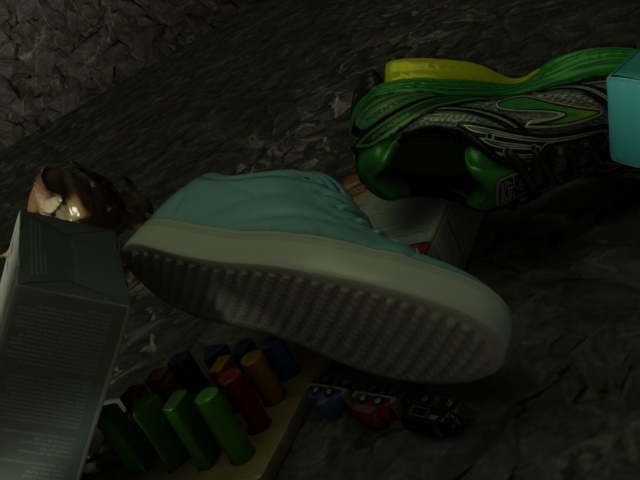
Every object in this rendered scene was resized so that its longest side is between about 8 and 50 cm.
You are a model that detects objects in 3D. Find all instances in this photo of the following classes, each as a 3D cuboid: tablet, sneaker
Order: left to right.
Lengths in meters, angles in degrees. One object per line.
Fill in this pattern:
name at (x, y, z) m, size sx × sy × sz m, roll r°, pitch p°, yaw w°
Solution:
tablet at (-0.222, 0.184, 0.889) m, size 0.054 × 0.006 × 0.083 m, roll -13°, pitch 27°, yaw 30°
sneaker at (0.000, 0.000, 0.736) m, size 0.366 × 0.135 × 0.150 m, roll 14°, pitch 58°, yaw 34°
sneaker at (0.194, -0.078, 0.804) m, size 0.343 × 0.134 × 0.146 m, roll -2°, pitch 46°, yaw 12°

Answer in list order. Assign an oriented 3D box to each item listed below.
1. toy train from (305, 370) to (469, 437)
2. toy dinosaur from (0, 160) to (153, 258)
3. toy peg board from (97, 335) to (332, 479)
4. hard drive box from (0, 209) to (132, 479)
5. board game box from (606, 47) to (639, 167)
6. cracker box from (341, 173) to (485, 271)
toy train at (0.044, 0.127, 0.696) m, size 0.158 × 0.027 × 0.036 m, roll 1°, pitch 46°, yaw 48°
toy dinosaur at (-0.334, -0.042, 1.228) m, size 0.127 × 0.296 × 0.200 m, roll 2°, pitch 69°, yaw 7°
toy peg board at (-0.097, 0.132, 0.769) m, size 0.161 × 0.079 × 0.161 m, roll -13°, pitch 26°, yaw 29°
hard drive box at (-0.238, 0.115, 0.761) m, size 0.181 × 0.089 × 0.232 m, roll -128°, pitch 55°, yaw -64°
board game box at (0.414, -0.110, 0.620) m, size 0.336 × 0.079 × 0.254 m, roll 23°, pitch 52°, yaw 41°
cracker box at (0.069, -0.002, 0.890) m, size 0.155 × 0.067 × 0.232 m, roll -13°, pitch 26°, yaw 30°
